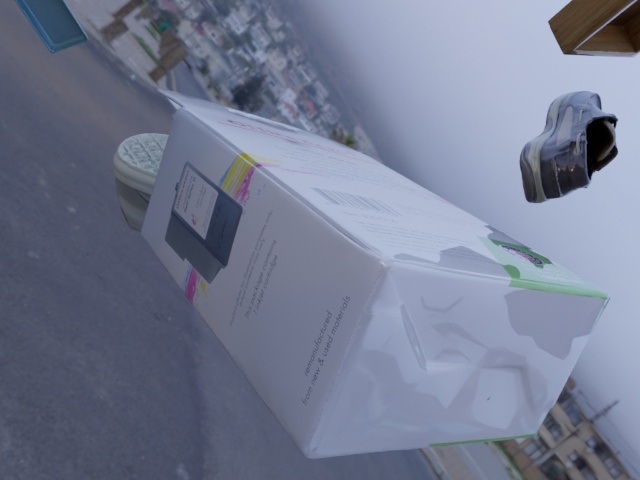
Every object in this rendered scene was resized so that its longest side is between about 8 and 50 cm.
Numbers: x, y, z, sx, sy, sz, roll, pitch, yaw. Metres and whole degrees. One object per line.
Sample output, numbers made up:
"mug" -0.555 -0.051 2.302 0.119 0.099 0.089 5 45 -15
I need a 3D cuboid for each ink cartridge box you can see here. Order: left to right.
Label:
"ink cartridge box" 0.000 0.000 0.502 0.207 0.119 0.353 9 19 -36

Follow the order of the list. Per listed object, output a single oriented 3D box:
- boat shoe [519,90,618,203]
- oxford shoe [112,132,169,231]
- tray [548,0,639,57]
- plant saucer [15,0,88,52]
"boat shoe" 0.478 -0.174 1.194 0.130 0.355 0.132 1 -55 37
"oxford shoe" -0.079 -0.019 0.915 0.449 0.130 0.169 19 35 4
"tray" 0.555 -0.420 0.944 0.411 0.202 0.076 -38 -114 53
"plant saucer" -0.406 -0.359 0.921 0.018 0.067 0.192 -90 161 -46
